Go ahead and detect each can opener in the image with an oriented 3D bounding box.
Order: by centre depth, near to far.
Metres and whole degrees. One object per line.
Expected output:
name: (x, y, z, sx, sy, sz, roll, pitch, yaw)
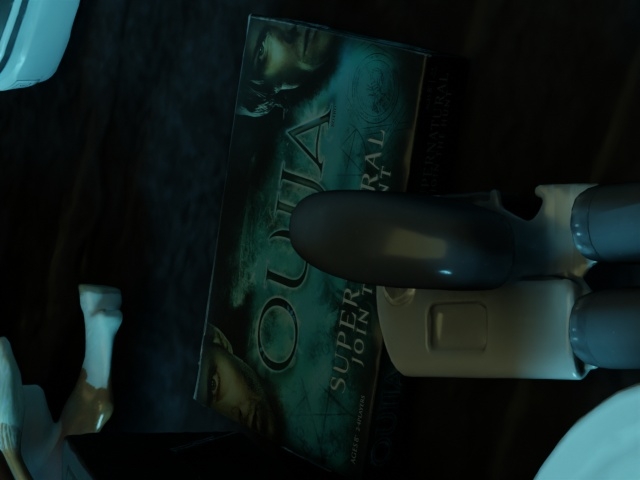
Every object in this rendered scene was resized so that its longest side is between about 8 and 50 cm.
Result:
can opener: (0.105, 0.014, 0.656, 0.280, 0.093, 0.074, -3, 86, 46)

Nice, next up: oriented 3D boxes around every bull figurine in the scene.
bull figurine: (-0.208, 0.101, 1.016, 0.310, 0.101, 0.188, 11, 96, 50)

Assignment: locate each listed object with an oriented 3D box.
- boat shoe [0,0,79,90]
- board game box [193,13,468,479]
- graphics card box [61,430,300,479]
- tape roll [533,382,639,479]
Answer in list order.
boat shoe: (-0.168, -0.241, 0.959, 0.121, 0.119, 0.335, 23, 107, 48)
board game box: (0.000, 0.000, 0.825, 0.126, 0.026, 0.186, 19, 104, 48)
graphics card box: (-0.051, 0.278, 0.750, 0.233, 0.094, 0.371, -156, 68, -73)
tape roll: (0.146, 0.179, 0.526, 0.286, 0.100, 0.286, -177, 90, -68)
